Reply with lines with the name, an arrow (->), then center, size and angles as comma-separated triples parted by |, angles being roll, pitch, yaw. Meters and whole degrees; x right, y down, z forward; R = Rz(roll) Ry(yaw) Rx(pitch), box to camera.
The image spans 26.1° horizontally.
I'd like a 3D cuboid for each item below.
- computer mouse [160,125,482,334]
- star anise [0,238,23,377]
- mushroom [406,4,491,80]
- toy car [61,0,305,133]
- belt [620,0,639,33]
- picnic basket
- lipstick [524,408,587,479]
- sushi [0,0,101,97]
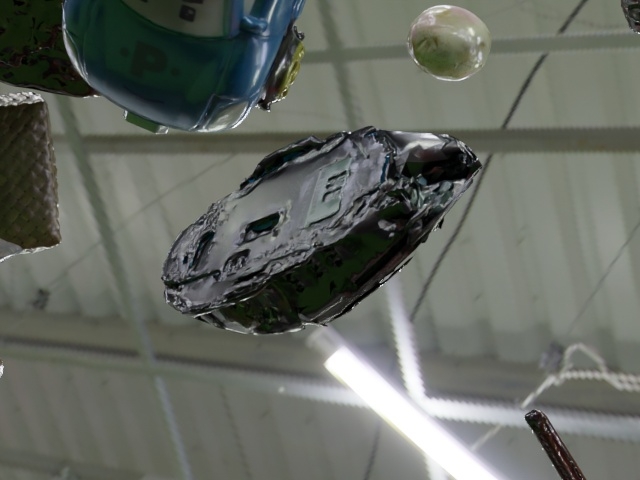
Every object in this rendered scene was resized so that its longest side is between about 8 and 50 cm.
computer mouse -> 0.000, 0.000, 0.862 | 0.242, 0.146, 0.077 | -20, -53, 35
star anise -> -0.246, 0.022, 0.717 | 0.093, 0.229, 0.236 | 7, -30, 45
mushroom -> 0.127, -0.192, 1.360 | 0.084, 0.083, 0.067 | 27, -35, 21
toy car -> -0.089, -0.221, 1.047 | 0.198, 0.166, 0.314 | 25, -72, 2
belt -> 0.254, -0.243, 0.955 | 0.071, 0.232, 0.053 | 23, -23, 22
picnic basket -> -0.360, -0.076, 1.621 | 0.055, 0.110, 0.193 | -166, -110, -68
lipstick -> 0.256, 0.238, 1.414 | 0.027, 0.027, 0.176 | -10, -56, 39
sushi -> -0.254, -0.326, 1.481 | 0.300, 0.281, 0.294 | 8, -58, -20
